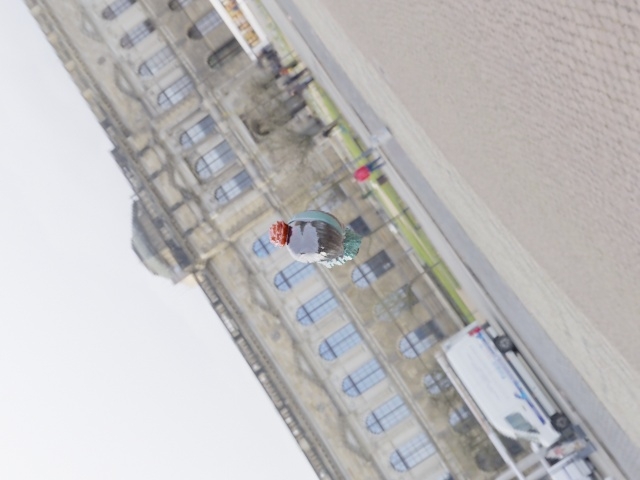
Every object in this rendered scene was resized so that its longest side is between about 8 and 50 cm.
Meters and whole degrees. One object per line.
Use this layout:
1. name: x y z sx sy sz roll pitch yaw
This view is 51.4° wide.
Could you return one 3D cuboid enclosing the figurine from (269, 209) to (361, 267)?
1. figurine: 0.000 0.000 0.588 0.106 0.060 0.047 22 -108 -68
